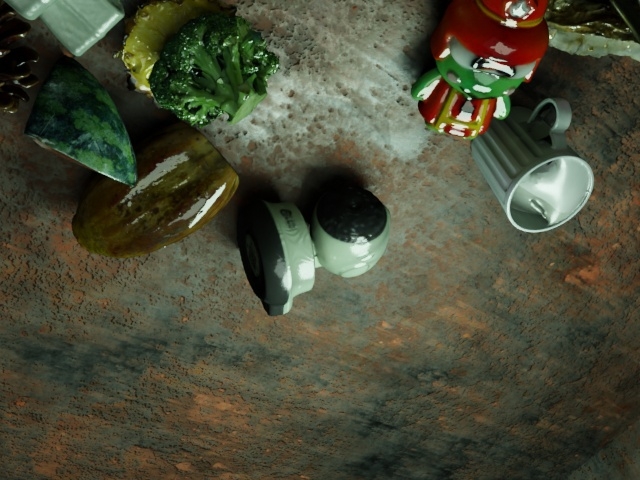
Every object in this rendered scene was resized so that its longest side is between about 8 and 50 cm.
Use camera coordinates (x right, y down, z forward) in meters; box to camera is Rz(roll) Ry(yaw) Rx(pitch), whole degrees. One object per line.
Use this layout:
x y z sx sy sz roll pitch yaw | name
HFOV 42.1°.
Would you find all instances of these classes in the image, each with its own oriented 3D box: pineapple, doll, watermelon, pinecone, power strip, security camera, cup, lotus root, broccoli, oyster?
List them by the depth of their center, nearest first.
-0.355 -0.378 1.063 0.141 0.229 0.261 -37 131 11 | power strip
-0.482 -0.268 1.137 0.208 0.207 0.207 -10 132 -12 | pinecone
-0.152 -0.242 1.214 0.195 0.156 0.195 -44 168 -11 | broccoli
-0.215 -0.303 1.282 0.225 0.076 0.224 -13 134 -14 | pineapple
-0.361 -0.170 1.290 0.136 0.202 0.207 -48 115 -7 | watermelon
0.277 -0.325 1.369 0.183 0.160 0.363 15 144 -7 | doll
-0.280 -0.074 1.406 0.291 0.193 0.193 -33 132 6 | lotus root
0.519 -0.368 1.423 0.396 0.204 0.110 3 100 -24 | oyster
0.402 -0.158 1.543 0.167 0.202 0.221 26 116 -35 | cup
0.000 0.000 1.553 0.277 0.197 0.191 -13 142 -18 | security camera

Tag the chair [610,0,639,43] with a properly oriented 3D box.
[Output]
0.525 -0.462 1.174 0.365 0.410 0.362 -36 127 9 | chair
